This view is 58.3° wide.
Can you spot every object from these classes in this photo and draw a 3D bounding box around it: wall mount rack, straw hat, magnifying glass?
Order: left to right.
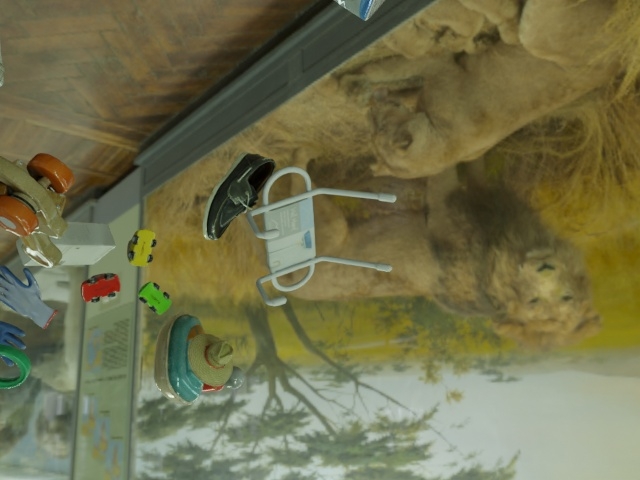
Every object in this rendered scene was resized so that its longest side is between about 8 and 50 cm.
[{"bbox_3d":[-0.615,0.242,1.015,0.231,0.026,0.092,-22,122,13],"label":"magnifying glass"},{"bbox_3d":[-0.244,0.273,1.381,0.061,0.144,0.145,-33,150,27],"label":"straw hat"},{"bbox_3d":[0.000,0.000,1.255,0.305,0.130,0.349,-19,134,-18],"label":"wall mount rack"}]

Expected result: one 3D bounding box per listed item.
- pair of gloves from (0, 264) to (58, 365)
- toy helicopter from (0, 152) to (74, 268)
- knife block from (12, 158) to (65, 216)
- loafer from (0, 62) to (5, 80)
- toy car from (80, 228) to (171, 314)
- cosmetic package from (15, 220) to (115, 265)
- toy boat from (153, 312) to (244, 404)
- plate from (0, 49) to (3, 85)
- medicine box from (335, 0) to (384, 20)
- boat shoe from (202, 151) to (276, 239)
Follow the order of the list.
[{"bbox_3d":[-0.638,0.151,1.166,0.159,0.198,0.023,40,180,-5],"label":"pair of gloves"},{"bbox_3d":[-0.606,-0.050,1.139,0.235,0.140,0.355,22,148,4],"label":"toy helicopter"},{"bbox_3d":[-0.993,-0.136,1.810,0.242,0.088,0.275,-27,133,17],"label":"knife block"},{"bbox_3d":[-0.575,-0.233,0.787,0.320,0.111,0.112,10,167,21],"label":"loafer"},{"bbox_3d":[-0.483,0.111,1.508,0.053,0.239,0.225,19,151,47],"label":"toy car"},{"bbox_3d":[-0.705,0.009,1.601,0.117,0.085,0.231,-34,162,25],"label":"cosmetic package"},{"bbox_3d":[-0.342,0.349,1.631,0.148,0.267,0.318,-15,142,13],"label":"toy boat"},{"bbox_3d":[-0.904,-0.509,1.340,0.278,0.276,0.045,-3,175,-30],"label":"plate"},{"bbox_3d":[0.142,-0.657,1.173,0.149,0.289,0.263,35,156,2],"label":"medicine box"},{"bbox_3d":[-0.172,-0.094,1.205,0.079,0.233,0.084,16,146,18],"label":"boat shoe"}]
